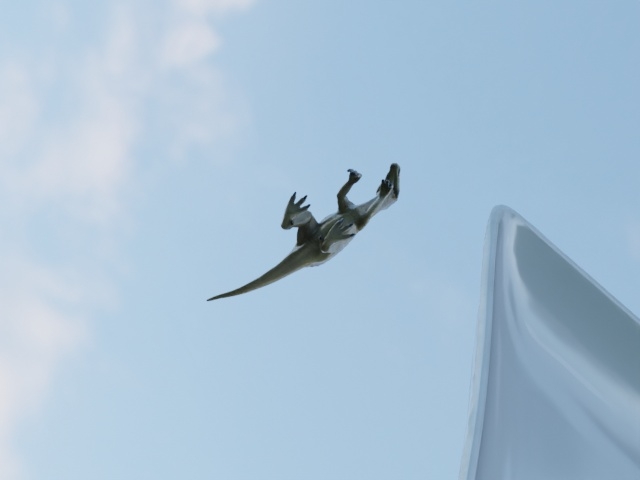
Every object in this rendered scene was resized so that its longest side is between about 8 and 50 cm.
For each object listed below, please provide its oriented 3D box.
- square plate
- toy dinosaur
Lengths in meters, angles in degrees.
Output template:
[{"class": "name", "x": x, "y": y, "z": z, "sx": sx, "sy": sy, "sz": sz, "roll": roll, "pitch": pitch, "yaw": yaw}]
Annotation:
[{"class": "square plate", "x": 0.161, "y": 0.193, "z": 0.604, "sx": 0.347, "sy": 0.344, "sz": 0.049, "roll": 41, "pitch": -57, "yaw": -16}, {"class": "toy dinosaur", "x": 0.000, "y": 0.000, "z": 1.173, "sx": 0.053, "sy": 0.183, "sz": 0.092, "roll": 52, "pitch": -13, "yaw": 18}]
